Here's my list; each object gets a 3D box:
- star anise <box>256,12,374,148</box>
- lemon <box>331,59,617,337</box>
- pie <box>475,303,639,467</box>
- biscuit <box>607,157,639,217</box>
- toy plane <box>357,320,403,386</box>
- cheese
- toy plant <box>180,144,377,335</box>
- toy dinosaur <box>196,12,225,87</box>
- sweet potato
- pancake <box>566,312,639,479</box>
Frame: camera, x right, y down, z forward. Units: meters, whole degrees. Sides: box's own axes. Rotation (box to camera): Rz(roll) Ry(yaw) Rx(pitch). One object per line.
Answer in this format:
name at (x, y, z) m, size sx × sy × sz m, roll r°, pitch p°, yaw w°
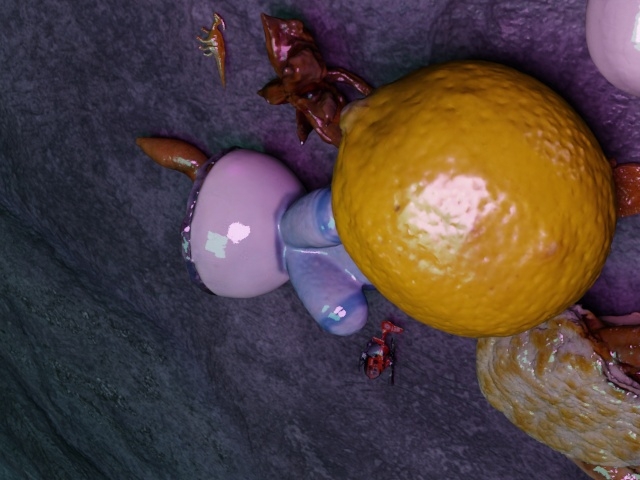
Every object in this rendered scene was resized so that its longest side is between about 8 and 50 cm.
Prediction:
star anise at (-0.022, -0.217, 1.193) m, size 0.196 × 0.111 × 0.212 m, roll 32°, pitch 167°, yaw 40°
lemon at (0.178, -0.049, 1.030) m, size 0.336 × 0.336 × 0.336 m, roll 19°, pitch 128°, yaw 25°
pie at (0.324, 0.186, 1.150) m, size 0.274 × 0.105 × 0.257 m, roll 22°, pitch 132°, yaw 37°
biscuit at (0.365, -0.065, 1.079) m, size 0.091 × 0.015 × 0.078 m, roll -10°, pitch 111°, yaw 39°
toy plane at (0.098, 0.182, 1.427) m, size 0.060 × 0.037 × 0.145 m, roll 22°, pitch 131°, yaw 18°
cheese at (0.361, -0.230, 0.871) m, size 0.189 × 0.154 × 0.198 m, roll 3°, pitch 119°, yaw 12°
toy plant at (0.000, 0.000, 1.255) m, size 0.332 × 0.247 × 0.247 m, roll 11°, pitch 125°, yaw 26°
toy dinosaur at (-0.160, -0.281, 1.305) m, size 0.041 × 0.026 × 0.113 m, roll 8°, pitch 116°, yaw 12°
sweet potato at (-0.218, -0.128, 1.434) m, size 0.202 × 0.055 × 0.058 m, roll 30°, pitch 169°, yaw 13°
pancake at (0.456, 0.243, 1.187) m, size 0.356 × 0.065 × 0.356 m, roll 21°, pitch 129°, yaw 29°
